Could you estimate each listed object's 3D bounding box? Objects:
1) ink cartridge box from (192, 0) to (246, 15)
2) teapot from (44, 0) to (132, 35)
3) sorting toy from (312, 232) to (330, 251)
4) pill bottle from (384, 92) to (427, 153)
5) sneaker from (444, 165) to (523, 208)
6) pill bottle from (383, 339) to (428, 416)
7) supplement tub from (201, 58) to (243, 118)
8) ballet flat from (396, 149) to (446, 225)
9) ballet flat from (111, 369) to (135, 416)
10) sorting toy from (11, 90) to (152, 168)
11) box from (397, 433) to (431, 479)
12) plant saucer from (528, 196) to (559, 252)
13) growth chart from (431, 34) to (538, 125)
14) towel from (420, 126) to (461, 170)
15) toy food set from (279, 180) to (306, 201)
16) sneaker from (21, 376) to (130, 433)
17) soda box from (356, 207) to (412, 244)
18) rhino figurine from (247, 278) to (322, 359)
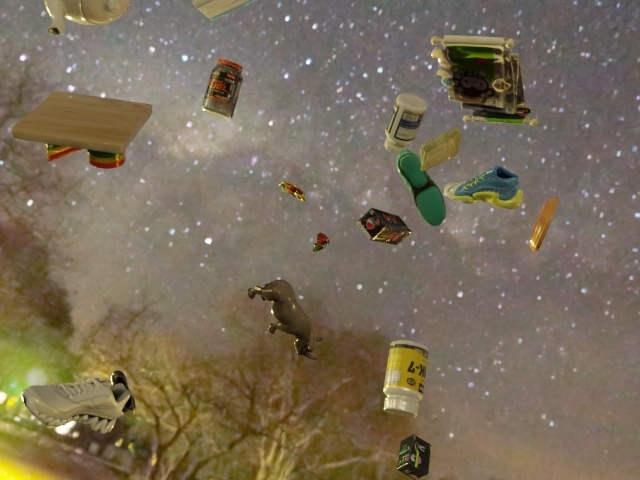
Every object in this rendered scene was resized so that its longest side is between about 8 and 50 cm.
[{"bbox_3d":[-0.289,-0.775,1.824,0.270,0.197,0.198,-90,156,-77],"label":"ink cartridge box"},{"bbox_3d":[-0.556,-0.637,1.597,0.187,0.256,0.253,47,25,16],"label":"teapot"},{"bbox_3d":[0.000,0.000,2.270,0.061,0.042,0.102,-16,-19,-25],"label":"sorting toy"},{"bbox_3d":[0.249,-0.347,1.918,0.094,0.094,0.169,21,-49,3],"label":"pill bottle"},{"bbox_3d":[0.486,-0.173,1.905,0.240,0.091,0.126,11,-55,27],"label":"sneaker"},{"bbox_3d":[0.255,0.416,1.923,0.119,0.208,0.119,10,-23,4],"label":"pill bottle"},{"bbox_3d":[-0.347,-0.541,2.287,0.117,0.190,0.117,15,1,0],"label":"supplement tub"},{"bbox_3d":[0.291,-0.158,1.839,0.083,0.087,0.247,-27,-68,11],"label":"ballet flat"},{"bbox_3d":[-0.651,0.507,2.100,0.049,0.058,0.173,-141,-145,-68],"label":"ballet flat"},{"bbox_3d":[-0.579,-0.269,1.589,0.257,0.255,0.089,8,-57,-1],"label":"sorting toy"},{"bbox_3d":[0.233,0.539,1.590,0.062,0.083,0.052,33,-49,-14],"label":"box"},{"bbox_3d":[0.738,-0.056,2.126,0.037,0.199,0.200,22,-22,15],"label":"plant saucer"},{"bbox_3d":[0.308,-0.300,1.210,0.172,0.021,0.237,6,-30,32],"label":"growth chart"},{"bbox_3d":[0.292,-0.218,1.547,0.027,0.110,0.148,61,-1,18],"label":"towel"},{"bbox_3d":[-0.082,-0.147,1.890,0.083,0.020,0.083,21,-16,35],"label":"toy food set"},{"bbox_3d":[-0.558,0.362,1.474,0.110,0.118,0.292,43,1,29],"label":"sneaker"},{"bbox_3d":[0.154,-0.032,1.524,0.060,0.053,0.169,53,19,22],"label":"soda box"},{"bbox_3d":[-0.074,0.200,1.582,0.106,0.073,0.243,-23,-76,33],"label":"rhino figurine"}]
